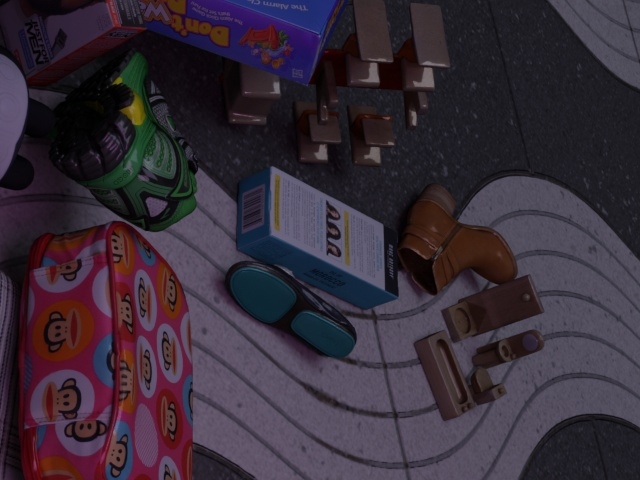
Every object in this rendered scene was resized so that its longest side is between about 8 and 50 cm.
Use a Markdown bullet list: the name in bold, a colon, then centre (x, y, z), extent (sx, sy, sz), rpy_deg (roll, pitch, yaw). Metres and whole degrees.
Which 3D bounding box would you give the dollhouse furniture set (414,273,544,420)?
- **dollhouse furniture set**: centre (0.229, 0.146, 2.187), extent (0.151, 0.123, 0.144), rpy_deg (-18, 87, -54)

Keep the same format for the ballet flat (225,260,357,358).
- **ballet flat**: centre (-0.040, 0.075, 1.943), extent (0.203, 0.074, 0.074), rpy_deg (35, 47, -28)

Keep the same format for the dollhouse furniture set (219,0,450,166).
- **dollhouse furniture set**: centre (0.009, -0.217, 2.015), extent (0.259, 0.262, 0.135), rpy_deg (2, 64, -17)

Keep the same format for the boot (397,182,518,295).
- **boot**: centre (0.187, 0.029, 2.244), extent (0.197, 0.073, 0.152), rpy_deg (42, 41, -13)

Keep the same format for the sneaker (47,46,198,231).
- **sneaker**: centre (-0.207, -0.096, 1.683), extent (0.146, 0.134, 0.343), rpy_deg (50, 8, -21)

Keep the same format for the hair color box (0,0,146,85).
- **hair color box**: centre (-0.271, -0.239, 1.723), extent (0.053, 0.167, 0.093), rpy_deg (-6, 76, -52)

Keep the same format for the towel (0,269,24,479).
- **towel**: centre (-0.361, 0.135, 1.457), extent (0.312, 0.056, 0.324), rpy_deg (45, 41, -49)

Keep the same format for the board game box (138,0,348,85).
- **board game box**: centre (-0.137, -0.332, 1.850), extent (0.347, 0.078, 0.233), rpy_deg (20, 46, 4)

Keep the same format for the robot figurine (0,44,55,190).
- **robot figurine**: centre (-0.393, -0.132, 1.515), extent (0.278, 0.173, 0.209), rpy_deg (19, 55, -46)

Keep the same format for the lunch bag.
- **lunch bag**: centre (-0.200, 0.148, 1.618), extent (0.258, 0.120, 0.293), rpy_deg (50, 34, -59)

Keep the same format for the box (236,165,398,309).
- **box**: centre (0.000, 0.000, 2.028), extent (0.244, 0.060, 0.100), rpy_deg (27, 52, -41)
